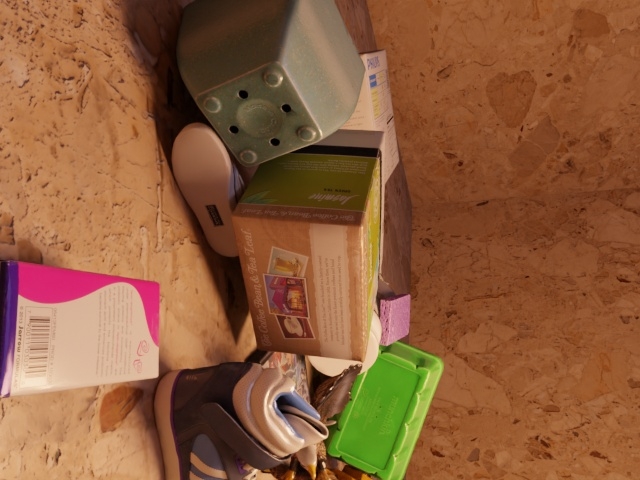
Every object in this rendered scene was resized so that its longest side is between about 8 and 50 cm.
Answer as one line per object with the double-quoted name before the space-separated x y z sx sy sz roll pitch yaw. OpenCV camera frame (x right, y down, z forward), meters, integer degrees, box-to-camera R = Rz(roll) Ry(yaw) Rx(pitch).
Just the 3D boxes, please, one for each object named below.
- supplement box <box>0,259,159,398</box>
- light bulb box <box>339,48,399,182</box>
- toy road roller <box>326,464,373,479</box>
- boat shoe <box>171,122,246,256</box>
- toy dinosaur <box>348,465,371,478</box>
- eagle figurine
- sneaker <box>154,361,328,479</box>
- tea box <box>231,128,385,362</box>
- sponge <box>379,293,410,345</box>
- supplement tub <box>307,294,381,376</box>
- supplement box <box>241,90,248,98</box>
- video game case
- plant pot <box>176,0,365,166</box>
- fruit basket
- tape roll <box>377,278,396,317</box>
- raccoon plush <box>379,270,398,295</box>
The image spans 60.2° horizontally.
"supplement box" -0.266 0.089 0.548 0.220 0.114 0.111 28 59 -69
"light bulb box" 0.084 -0.357 1.633 0.358 0.226 0.360 -54 136 -65
"toy road roller" 0.024 0.616 1.278 0.202 0.241 0.329 -57 -175 -19
"boat shoe" -0.172 -0.093 0.942 0.088 0.096 0.267 -82 161 -46
"toy dinosaur" 0.101 0.768 1.523 0.165 0.218 0.321 8 85 -37
"eagle figurine" -0.037 0.332 1.011 0.226 0.225 0.298 -24 116 -38
"sneaker" -0.101 0.331 0.826 0.130 0.237 0.322 -51 135 -66
"tea box" 0.000 0.000 1.062 0.323 0.220 0.328 -72 162 -49
"sponge" 0.203 0.210 1.497 0.210 0.031 0.117 2 91 -67
"supplement tub" 0.053 0.190 1.389 0.272 0.191 0.191 -87 166 -62
"supplement box" -0.092 -0.348 1.095 0.194 0.192 0.129 71 21 -43
"video game case" -0.084 0.333 1.240 0.275 0.035 0.248 -36 120 -71
"plant pot" -0.083 -0.266 0.896 0.247 0.248 0.252 56 26 -38
"fruit basket" 0.151 0.446 1.533 0.392 0.283 0.391 21 90 -79
"tape roll" 0.118 0.209 1.627 0.072 0.219 0.219 -61 144 -63
"raccoon plush" 0.142 0.280 1.755 0.299 0.216 0.445 43 45 -56
